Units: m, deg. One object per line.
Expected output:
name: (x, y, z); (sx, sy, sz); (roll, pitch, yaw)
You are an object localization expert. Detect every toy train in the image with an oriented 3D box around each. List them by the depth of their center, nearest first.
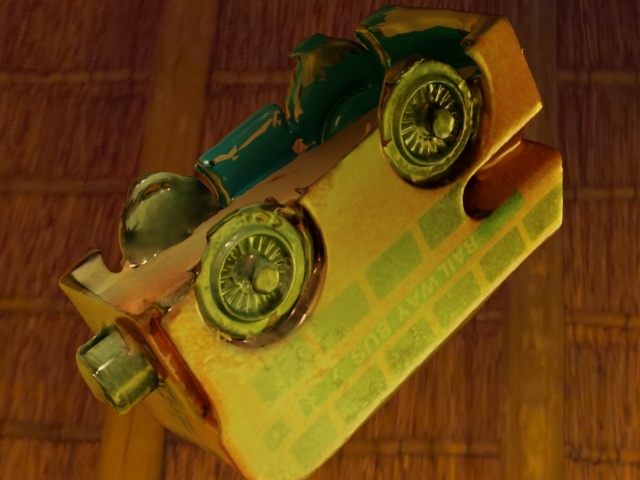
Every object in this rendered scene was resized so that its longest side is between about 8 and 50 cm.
toy train: (0.000, 0.000, 0.457); (0.188, 0.072, 0.099); (-43, -53, -22)
